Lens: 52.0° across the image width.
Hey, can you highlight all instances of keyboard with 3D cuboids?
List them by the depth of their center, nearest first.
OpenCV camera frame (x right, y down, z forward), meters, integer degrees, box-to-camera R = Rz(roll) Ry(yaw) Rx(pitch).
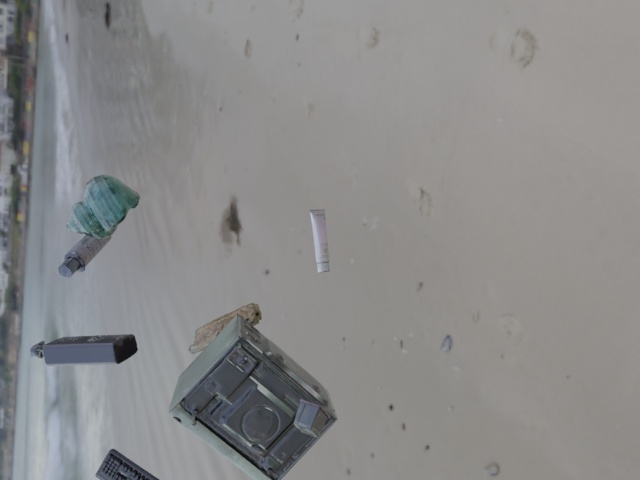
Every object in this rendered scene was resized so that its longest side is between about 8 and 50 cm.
[{"bbox_3d":[-0.449,0.615,1.631,0.094,0.230,0.025,-60,-6,7],"label":"keyboard"}]

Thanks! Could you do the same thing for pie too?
[{"bbox_3d":[-0.320,0.296,2.189,0.282,0.068,0.129,-24,30,19],"label":"pie"}]

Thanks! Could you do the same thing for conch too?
[{"bbox_3d":[-0.588,-0.085,1.757,0.202,0.134,0.196,-50,20,14],"label":"conch"}]

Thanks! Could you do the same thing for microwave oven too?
[{"bbox_3d":[-0.199,0.480,1.947,0.333,0.394,0.247,-47,14,5],"label":"microwave oven"}]

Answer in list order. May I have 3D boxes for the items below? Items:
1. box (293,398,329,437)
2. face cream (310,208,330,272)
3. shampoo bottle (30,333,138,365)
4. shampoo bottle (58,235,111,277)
[{"bbox_3d":[-0.024,0.420,1.546,0.063,0.060,0.085,-64,-26,-24],"label":"box"},{"bbox_3d":[0.000,0.000,1.182,0.020,0.038,0.115,-8,87,47],"label":"face cream"},{"bbox_3d":[-0.650,0.296,1.766,0.098,0.309,0.071,-35,-63,-67],"label":"shampoo bottle"},{"bbox_3d":[-0.690,0.033,1.923,0.214,0.072,0.072,-67,-1,-55],"label":"shampoo bottle"}]
